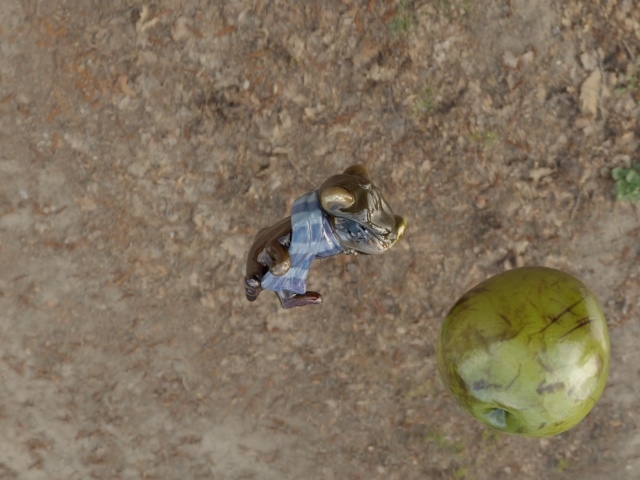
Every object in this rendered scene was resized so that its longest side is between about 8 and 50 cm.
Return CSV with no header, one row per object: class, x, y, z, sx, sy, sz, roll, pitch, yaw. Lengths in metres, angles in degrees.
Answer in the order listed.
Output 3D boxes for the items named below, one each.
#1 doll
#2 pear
doll,0.002,0.004,1.645,0.339,0.318,0.209,-37,89,19
pear,0.328,0.176,1.276,0.283,0.284,0.284,-1,133,-1
